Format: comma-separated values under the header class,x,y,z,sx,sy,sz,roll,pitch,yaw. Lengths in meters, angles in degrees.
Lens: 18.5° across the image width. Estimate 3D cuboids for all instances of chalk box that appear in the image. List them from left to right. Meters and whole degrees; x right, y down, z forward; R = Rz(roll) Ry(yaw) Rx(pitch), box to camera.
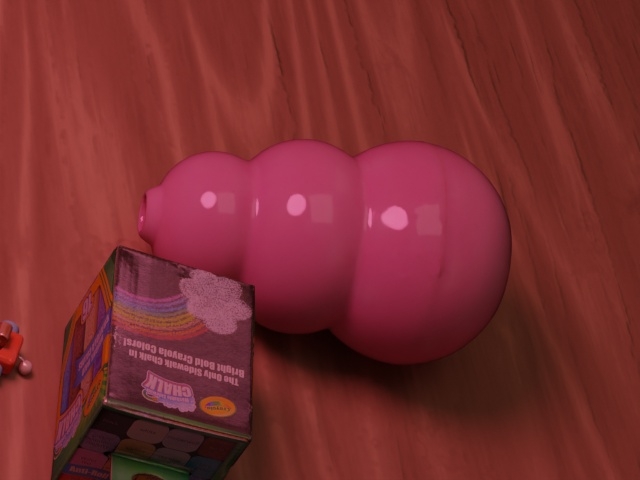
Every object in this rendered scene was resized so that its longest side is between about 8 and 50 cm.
class,x,y,z,sx,sy,sz,roll,pitch,yaw
chalk box,-0.138,0.137,1.622,0.132,0.132,0.213,17,48,-19

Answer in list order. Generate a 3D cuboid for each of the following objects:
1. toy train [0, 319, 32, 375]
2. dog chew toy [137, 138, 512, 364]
class,x,y,z,sx,sy,sz,roll,pitch,yaw
toy train,-0.306,0.107,1.607,0.125,0.046,0.166,28,44,-7
dog chew toy,0.000,0.000,1.782,0.331,0.207,0.207,8,50,-14
